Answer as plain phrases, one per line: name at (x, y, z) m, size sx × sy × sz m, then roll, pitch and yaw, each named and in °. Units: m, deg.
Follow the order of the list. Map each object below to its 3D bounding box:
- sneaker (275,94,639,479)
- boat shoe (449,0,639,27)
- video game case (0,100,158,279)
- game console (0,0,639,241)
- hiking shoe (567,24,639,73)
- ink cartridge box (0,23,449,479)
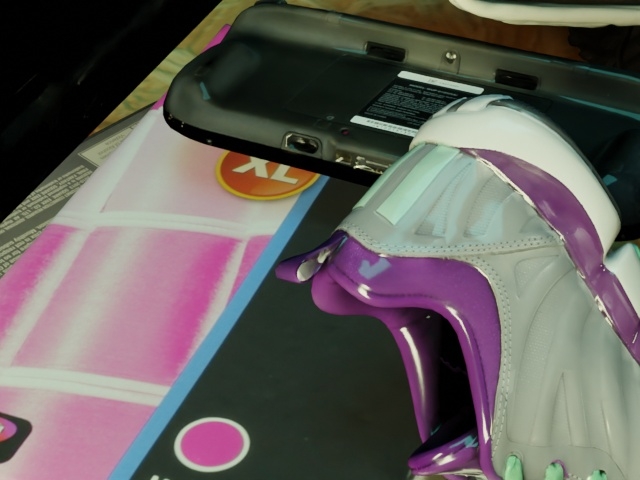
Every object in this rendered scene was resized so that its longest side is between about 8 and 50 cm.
sneaker at (0.080, 0.068, 0.452) m, size 0.098 × 0.083 × 0.224 m, roll -40°, pitch 94°, yaw -22°
boat shoe at (0.166, -0.128, 0.567) m, size 0.267 × 0.096 × 0.088 m, roll -2°, pitch 38°, yaw -10°
video game case at (-0.051, 0.039, 0.599) m, size 0.274 × 0.026 × 0.196 m, roll 31°, pitch 49°, yaw 34°
game console at (-0.037, -0.059, 0.572) m, size 0.361 × 0.044 × 0.213 m, roll 15°, pitch 43°, yaw 22°
hiking shoe at (0.159, -0.167, 0.816) m, size 0.114 × 0.086 × 0.227 m, roll -14°, pitch 48°, yaw -28°
ink cartridge box at (0.000, 0.000, 0.581) m, size 0.175 × 0.069 × 0.371 m, roll 13°, pitch 38°, yaw 18°
